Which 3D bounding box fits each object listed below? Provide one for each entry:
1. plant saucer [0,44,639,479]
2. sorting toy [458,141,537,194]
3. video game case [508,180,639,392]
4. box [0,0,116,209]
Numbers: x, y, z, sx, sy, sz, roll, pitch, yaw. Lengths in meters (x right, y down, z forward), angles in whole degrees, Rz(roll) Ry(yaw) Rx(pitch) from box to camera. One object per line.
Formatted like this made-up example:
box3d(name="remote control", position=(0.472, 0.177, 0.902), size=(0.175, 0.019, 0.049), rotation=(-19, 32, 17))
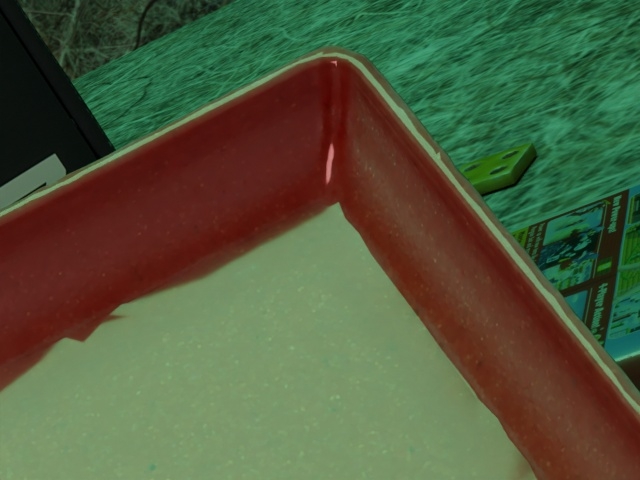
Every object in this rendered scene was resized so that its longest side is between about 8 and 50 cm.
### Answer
box3d(name="plant saucer", position=(-0.039, 0.098, 0.450), size=(0.258, 0.048, 0.259), rotation=(-28, 55, -11))
box3d(name="sorting toy", position=(0.000, 0.000, 0.998), size=(0.274, 0.046, 0.132), rotation=(-35, 17, -35))
box3d(name="video game case", position=(0.071, 0.039, 0.773), size=(0.285, 0.025, 0.204), rotation=(-21, 14, 19))
box3d(name="box", position=(-0.215, 0.069, 0.543), size=(0.395, 0.318, 0.097), rotation=(-36, 7, -39))
